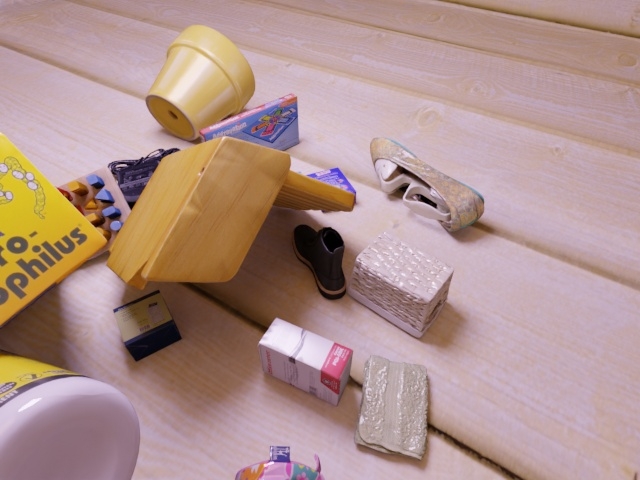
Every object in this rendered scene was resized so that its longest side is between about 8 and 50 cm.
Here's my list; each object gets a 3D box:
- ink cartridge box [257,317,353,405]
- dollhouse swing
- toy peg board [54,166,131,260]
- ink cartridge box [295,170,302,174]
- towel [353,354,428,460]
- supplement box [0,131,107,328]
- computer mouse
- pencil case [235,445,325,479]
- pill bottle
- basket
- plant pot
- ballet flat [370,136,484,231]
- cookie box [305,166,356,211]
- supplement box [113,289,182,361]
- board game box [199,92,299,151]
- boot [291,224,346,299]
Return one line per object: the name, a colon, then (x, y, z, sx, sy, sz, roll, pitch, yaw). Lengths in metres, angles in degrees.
ink cartridge box: (-0.023, 0.191, 0.632, 0.135, 0.099, 0.056, 19, 49, 16)
dollhouse swing: (-0.160, -0.018, 0.756, 0.347, 0.305, 0.315, 8, 69, 54)
toy peg board: (-0.475, -0.050, 0.799, 0.160, 0.079, 0.161, -27, 91, -10)
ink cartridge box: (-0.047, -0.122, 0.969, 0.028, 0.048, 0.083, -15, 48, -14)
towel: (0.115, 0.253, 0.624, 0.110, 0.027, 0.148, 10, 47, 8)
supplement box: (-0.515, 0.022, 0.604, 0.356, 0.195, 0.194, -16, 29, 46)
computer mouse: (-0.416, -0.136, 0.972, 0.188, 0.072, 0.272, -16, 36, -13)
pencil case: (-0.040, 0.389, 0.428, 0.124, 0.124, 0.284, -3, 44, -4)
pill bottle: (-0.398, 0.231, 0.474, 0.334, 0.188, 0.188, 2, 43, 28)
basket: (0.147, 0.075, 0.743, 0.167, 0.103, 0.113, 29, 52, 26)
plant pot: (-0.353, -0.425, 1.138, 0.254, 0.254, 0.239, 21, 64, 19)
ballet flat: (0.214, -0.136, 0.949, 0.123, 0.123, 0.348, -31, 54, -27)
cookie box: (0.025, -0.126, 0.978, 0.091, 0.040, 0.107, -16, 49, -15)
supplement box: (-0.302, 0.147, 0.701, 0.083, 0.056, 0.083, -24, 51, -22)
board game box: (-0.172, -0.268, 1.041, 0.281, 0.145, 0.027, -33, 55, -28)
boot: (0.000, 0.000, 0.791, 0.077, 0.137, 0.198, -21, 49, -20)
